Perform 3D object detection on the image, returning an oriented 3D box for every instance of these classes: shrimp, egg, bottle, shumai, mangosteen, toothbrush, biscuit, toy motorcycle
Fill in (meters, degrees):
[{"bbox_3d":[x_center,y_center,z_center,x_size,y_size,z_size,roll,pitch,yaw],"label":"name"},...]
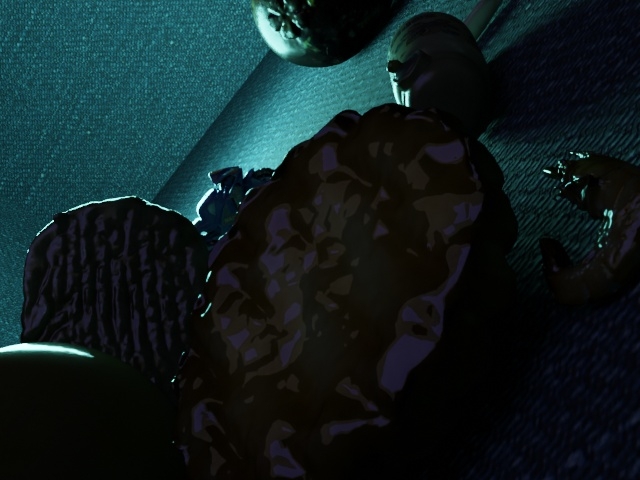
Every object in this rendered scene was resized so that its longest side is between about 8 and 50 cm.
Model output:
[{"bbox_3d":[0.170,-0.008,0.731,0.162,0.045,0.095,-122,46,-71],"label":"shrimp"},{"bbox_3d":[-0.251,0.239,1.022,0.301,0.301,0.374,-54,13,7],"label":"egg"},{"bbox_3d":[0.114,-0.166,1.145,0.097,0.110,0.209,-52,13,18],"label":"bottle"},{"bbox_3d":[-0.228,0.129,1.496,0.267,0.314,0.262,-25,-27,-5],"label":"shumai"},{"bbox_3d":[0.022,-0.420,1.978,0.289,0.231,0.231,-27,-8,-38],"label":"mangosteen"},{"bbox_3d":[0.119,-0.170,1.338,0.307,0.025,0.029,-54,5,10],"label":"toothbrush"},{"bbox_3d":[0.018,0.055,0.833,0.326,0.107,0.325,-33,42,36],"label":"biscuit"},{"bbox_3d":[-0.150,-0.041,1.799,0.205,0.114,0.076,-54,13,3],"label":"toy motorcycle"}]

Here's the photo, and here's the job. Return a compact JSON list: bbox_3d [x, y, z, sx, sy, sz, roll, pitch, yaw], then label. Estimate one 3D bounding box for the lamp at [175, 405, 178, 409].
[{"bbox_3d":[-0.177,0.226,1.247,0.107,0.107,0.092,-52,53,17],"label":"lamp"}]
